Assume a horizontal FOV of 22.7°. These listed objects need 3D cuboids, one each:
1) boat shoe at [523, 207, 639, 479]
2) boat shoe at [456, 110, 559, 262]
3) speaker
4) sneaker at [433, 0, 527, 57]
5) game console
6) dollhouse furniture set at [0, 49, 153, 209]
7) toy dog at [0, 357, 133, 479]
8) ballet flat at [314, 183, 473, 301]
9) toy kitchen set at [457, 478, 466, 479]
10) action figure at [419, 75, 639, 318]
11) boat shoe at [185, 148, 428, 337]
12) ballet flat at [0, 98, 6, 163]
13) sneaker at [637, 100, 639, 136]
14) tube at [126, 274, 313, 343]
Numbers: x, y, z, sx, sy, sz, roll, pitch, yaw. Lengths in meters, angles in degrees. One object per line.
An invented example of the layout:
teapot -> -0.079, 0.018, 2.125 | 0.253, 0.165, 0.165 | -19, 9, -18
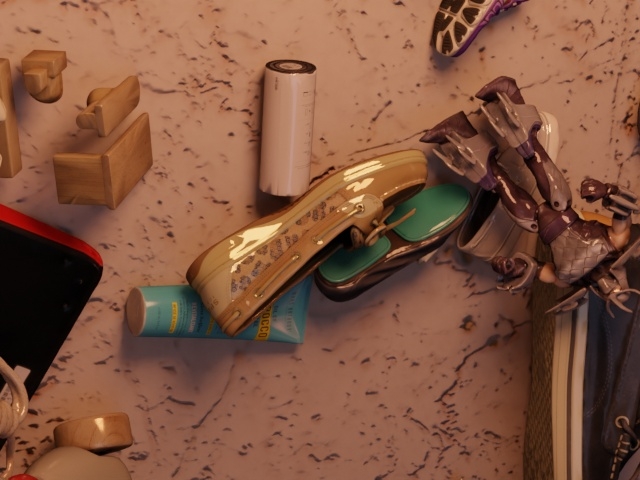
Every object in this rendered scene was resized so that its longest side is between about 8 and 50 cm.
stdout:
boat shoe -> 0.329, 0.204, 1.879 | 0.156, 0.187, 0.500 | -1, 107, -6
boat shoe -> 0.206, -0.063, 1.791 | 0.063, 0.066, 0.184 | 13, 115, -29
speaker -> -0.034, -0.116, 1.662 | 0.055, 0.055, 0.136 | -6, 114, -22
sneaker -> 0.188, -0.259, 1.695 | 0.071, 0.068, 0.170 | 37, 93, -37
game console -> -0.444, 0.115, 1.586 | 0.342, 0.060, 0.386 | 25, 100, -36
dollhouse furniture set -> -0.261, -0.123, 1.576 | 0.151, 0.123, 0.144 | 3, 114, 13
toy dog -> -0.306, 0.263, 1.610 | 0.161, 0.220, 0.333 | -23, 146, 26
ballet flat -> 0.081, 0.007, 1.764 | 0.203, 0.074, 0.074 | -32, 120, -16
toy kitchen set -> 0.197, 0.328, 1.947 | 0.075, 0.083, 0.068 | 4, 68, -26
action figure -> 0.239, -0.032, 1.706 | 0.185, 0.099, 0.285 | -41, 82, 24
boat shoe -> 0.000, 0.000, 1.681 | 0.285, 0.089, 0.104 | -30, 165, -7
ballet flat -> -0.329, -0.102, 1.495 | 0.068, 0.072, 0.213 | 5, 100, -35
sneaker -> 0.528, -0.174, 1.836 | 0.330, 0.146, 0.122 | -20, 119, -14
tube -> -0.105, 0.076, 1.720 | 0.207, 0.052, 0.080 | 0, 112, -29
